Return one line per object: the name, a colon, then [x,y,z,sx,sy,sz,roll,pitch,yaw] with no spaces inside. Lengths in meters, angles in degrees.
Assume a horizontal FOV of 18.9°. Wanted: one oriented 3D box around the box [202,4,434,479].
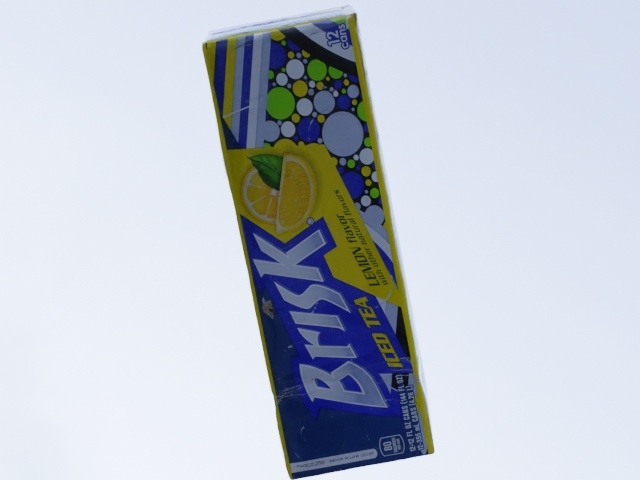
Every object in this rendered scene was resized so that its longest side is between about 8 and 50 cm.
box: [0.000,0.000,0.723,0.059,0.054,0.169,-11,-80,2]
